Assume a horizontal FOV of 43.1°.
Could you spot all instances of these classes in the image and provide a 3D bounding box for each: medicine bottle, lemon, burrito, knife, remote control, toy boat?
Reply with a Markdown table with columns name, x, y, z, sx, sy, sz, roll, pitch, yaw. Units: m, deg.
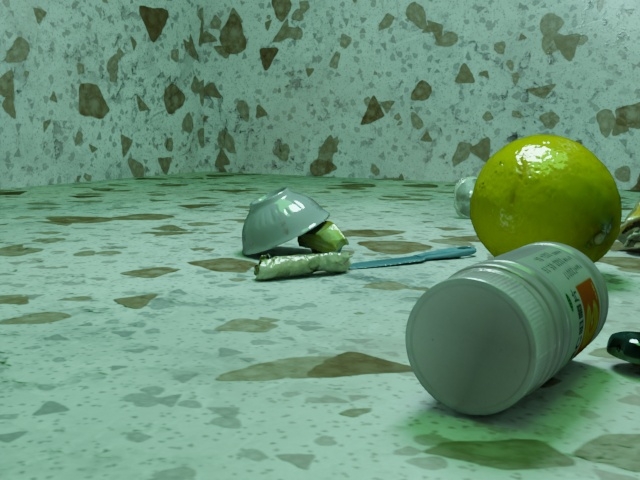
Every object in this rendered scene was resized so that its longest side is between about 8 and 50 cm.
| name | x | y | z | sx | sy | sz | roll | pitch | yaw |
| --- | --- | --- | --- | --- | --- | --- | --- | --- | --- |
| medicine bottle | 0.192 | 0.078 | 0.803 | 0.133 | 0.133 | 0.249 | 6 | 8 | 32 |
| lemon | 0.392 | -0.052 | 1.369 | 0.240 | 0.240 | 0.219 | -5 | 22 | -33 |
| burrito | -0.026 | 0.042 | 1.357 | 0.185 | 0.041 | 0.045 | -4 | -32 | -27 |
| knife | 0.177 | 0.035 | 1.513 | 0.313 | 0.019 | 0.044 | -6 | 13 | -30 |
| remote control | 0.418 | 0.114 | 0.878 | 0.222 | 0.042 | 0.072 | -1 | 6 | -14 |
| toy boat | 0.000 | 0.000 | 1.567 | 0.065 | 0.066 | 0.172 | -35 | 20 | -20 |

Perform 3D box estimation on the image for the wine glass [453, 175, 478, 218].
| name | x | y | z | sx | sy | sz | roll | pitch | yaw |
| --- | --- | --- | --- | --- | --- | --- | --- | --- | --- |
| wine glass | 0.436 | -0.108 | 2.106 | 0.156 | 0.156 | 0.232 | -1 | 4 | -10 |

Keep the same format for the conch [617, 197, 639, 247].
| name | x | y | z | sx | sy | sz | roll | pitch | yaw |
| --- | --- | --- | --- | --- | --- | --- | --- | --- | --- |
| conch | 0.791 | -0.062 | 1.640 | 0.210 | 0.352 | 0.297 | 45 | -1 | 1 |

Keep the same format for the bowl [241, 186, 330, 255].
| name | x | y | z | sx | sy | sz | roll | pitch | yaw |
| --- | --- | --- | --- | --- | --- | --- | --- | --- | --- |
| bowl | -0.083 | -0.051 | 1.574 | 0.189 | 0.086 | 0.189 | -23 | 12 | 5 |
